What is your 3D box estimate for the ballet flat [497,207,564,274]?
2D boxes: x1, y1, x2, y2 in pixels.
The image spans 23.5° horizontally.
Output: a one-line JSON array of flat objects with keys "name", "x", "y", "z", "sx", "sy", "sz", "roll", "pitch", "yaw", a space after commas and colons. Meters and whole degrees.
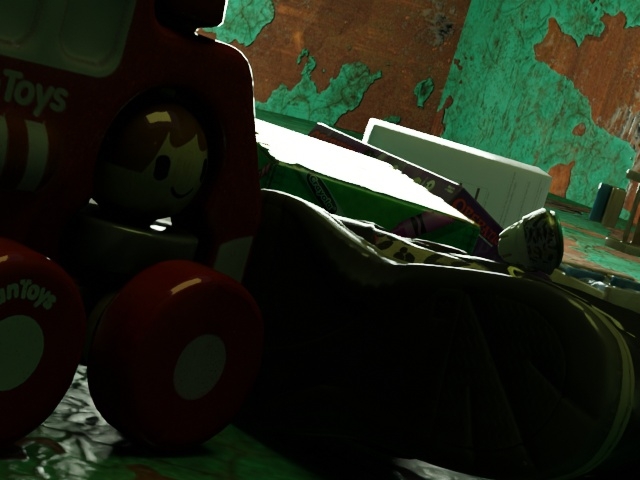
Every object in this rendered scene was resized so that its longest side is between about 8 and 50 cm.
[{"name": "ballet flat", "x": 0.130, "y": 0.004, "z": 0.955, "sx": 0.041, "sy": 0.041, "sz": 0.114, "roll": 18, "pitch": -1, "yaw": 7}]

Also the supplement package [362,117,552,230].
[{"name": "supplement package", "x": 0.164, "y": -0.063, "z": 2.043, "sx": 0.244, "sy": 0.134, "sz": 0.139, "roll": 16, "pitch": 7, "yaw": -3}]

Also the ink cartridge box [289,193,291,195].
[{"name": "ink cartridge box", "x": -0.033, "y": 0.024, "z": 1.071, "sx": 0.062, "sy": 0.115, "sz": 0.029, "roll": -11, "pitch": 40, "yaw": 15}]

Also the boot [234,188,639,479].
[{"name": "boot", "x": 0.098, "y": 0.075, "z": 0.955, "sx": 0.284, "sy": 0.138, "sz": 0.377, "roll": 18, "pitch": -5, "yaw": -43}]

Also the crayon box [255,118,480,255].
[{"name": "crayon box", "x": 0.002, "y": -0.027, "z": 1.231, "sx": 0.165, "sy": 0.081, "sz": 0.278, "roll": 17, "pitch": 8, "yaw": -16}]

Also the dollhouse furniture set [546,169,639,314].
[{"name": "dollhouse furniture set", "x": 0.334, "y": 0.019, "z": 1.650, "sx": 0.129, "sy": 0.184, "sz": 0.129, "roll": 13, "pitch": 9, "yaw": -28}]

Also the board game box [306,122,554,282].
[{"name": "board game box", "x": 0.117, "y": -0.014, "z": 1.614, "sx": 0.208, "sy": 0.056, "sz": 0.347, "roll": 39, "pitch": -3, "yaw": -28}]

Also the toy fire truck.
[{"name": "toy fire truck", "x": -0.137, "y": -0.038, "z": 0.795, "sx": 0.169, "sy": 0.254, "sz": 0.302, "roll": 24, "pitch": 11, "yaw": 40}]
